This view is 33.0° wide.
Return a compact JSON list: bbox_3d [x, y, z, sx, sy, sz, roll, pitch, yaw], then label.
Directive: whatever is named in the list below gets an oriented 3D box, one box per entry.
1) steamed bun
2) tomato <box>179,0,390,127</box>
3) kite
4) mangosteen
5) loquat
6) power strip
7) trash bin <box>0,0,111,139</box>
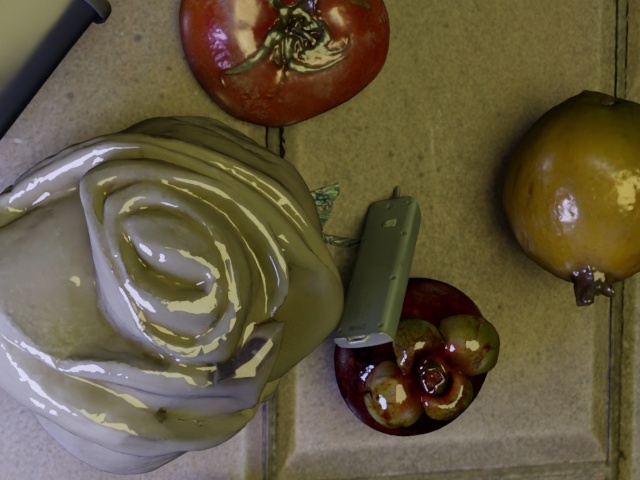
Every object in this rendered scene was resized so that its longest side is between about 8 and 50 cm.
[{"bbox_3d":[-0.146,0.045,1.056,0.367,0.255,0.342,-39,101,-14],"label":"steamed bun"},{"bbox_3d":[-0.029,-0.236,1.161,0.236,0.095,0.237,-1,94,-18],"label":"tomato"},{"bbox_3d":[0.000,0.000,1.228,0.152,0.005,0.137,22,87,-17],"label":"kite"},{"bbox_3d":[0.106,0.129,1.168,0.200,0.200,0.200,-1,93,-18],"label":"mangosteen"},{"bbox_3d":[0.307,-0.038,1.209,0.213,0.213,0.246,17,66,-18],"label":"loquat"},{"bbox_3d":[0.066,0.026,1.168,0.060,0.253,0.027,-10,128,24],"label":"power strip"},{"bbox_3d":[-0.329,-0.219,1.026,0.209,0.182,0.290,35,87,-17],"label":"trash bin"}]
